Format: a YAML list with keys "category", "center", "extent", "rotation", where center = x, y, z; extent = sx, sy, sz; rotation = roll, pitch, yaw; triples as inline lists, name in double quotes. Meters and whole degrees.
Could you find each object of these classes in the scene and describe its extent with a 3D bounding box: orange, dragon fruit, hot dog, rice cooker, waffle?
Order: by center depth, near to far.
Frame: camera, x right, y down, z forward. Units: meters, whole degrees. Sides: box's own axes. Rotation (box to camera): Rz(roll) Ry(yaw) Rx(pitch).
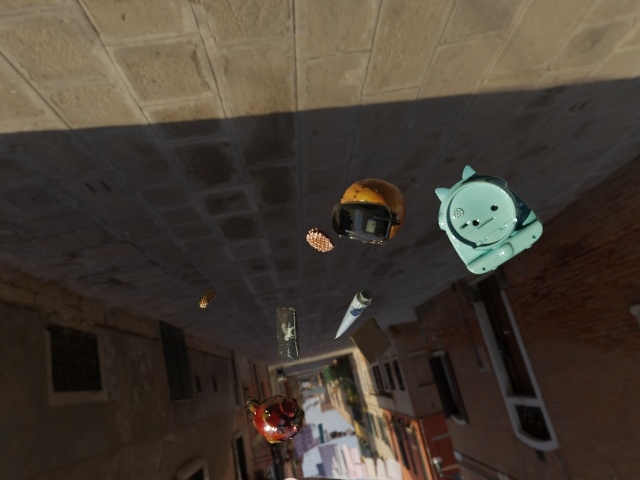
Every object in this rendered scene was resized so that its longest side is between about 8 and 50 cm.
- category: "waffle"
  center: [0.000, 0.000, 1.195]
  extent: [0.083, 0.029, 0.075]
  rotation: [42, 147, -20]
- category: "rice cooker"
  center: [0.129, -0.055, 1.266]
  extent: [0.203, 0.118, 0.142]
  rotation: [10, 178, -15]
- category: "dragon fruit"
  center: [-0.150, 0.516, 1.285]
  extent: [0.246, 0.125, 0.125]
  rotation: [4, -147, 45]
- category: "orange"
  center: [0.185, -0.105, 1.540]
  extent: [0.240, 0.240, 0.240]
  rotation: [-12, 163, -4]
- category: "hot dog"
  center: [-0.444, 0.229, 1.697]
  extent: [0.058, 0.035, 0.083]
  rotation: [-43, -174, 33]

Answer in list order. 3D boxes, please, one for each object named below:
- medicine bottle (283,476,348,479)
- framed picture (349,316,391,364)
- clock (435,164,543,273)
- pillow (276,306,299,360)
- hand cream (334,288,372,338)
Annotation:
- category: "medicine bottle"
  center: [-0.006, 1.051, 1.707]
  extent: [0.202, 0.202, 0.315]
  rotation: [-27, 140, 37]
- category: "framed picture"
  center: [0.212, 0.421, 1.811]
  extent: [0.128, 0.168, 0.023]
  rotation: [-39, -157, -14]
- category: "clock"
  center: [0.437, -0.065, 1.181]
  extent: [0.223, 0.274, 0.094]
  rotation: [-40, 171, 21]
- category: "pillow"
  center: [-0.133, 0.371, 1.718]
  extent: [0.055, 0.208, 0.141]
  rotation: [0, 173, -37]
- category: "hand cream"
  center: [0.118, 0.265, 1.564]
  extent: [0.091, 0.058, 0.271]
  rotation: [-48, 169, -43]
